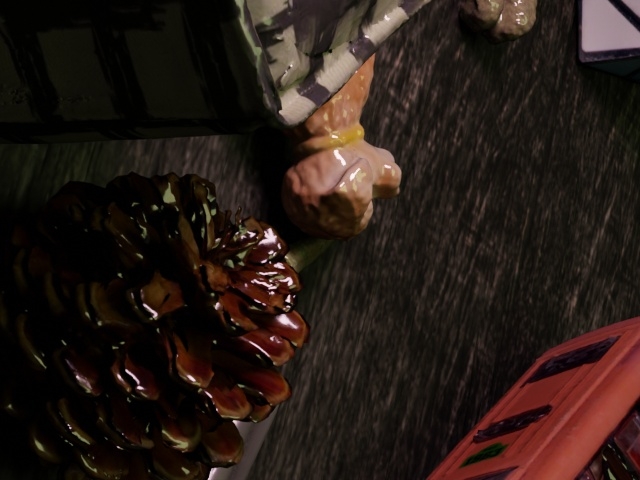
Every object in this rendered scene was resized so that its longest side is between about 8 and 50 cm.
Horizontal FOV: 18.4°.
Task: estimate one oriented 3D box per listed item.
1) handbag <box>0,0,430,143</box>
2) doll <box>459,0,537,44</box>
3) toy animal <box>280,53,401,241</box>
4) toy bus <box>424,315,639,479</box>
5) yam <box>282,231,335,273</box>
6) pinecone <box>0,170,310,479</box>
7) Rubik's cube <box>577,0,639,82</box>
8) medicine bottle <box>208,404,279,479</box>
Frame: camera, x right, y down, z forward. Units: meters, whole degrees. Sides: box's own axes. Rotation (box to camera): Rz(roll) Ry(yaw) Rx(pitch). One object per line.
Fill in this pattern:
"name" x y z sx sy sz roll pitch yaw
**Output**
"handbag" -0.088 -0.174 1.190 0.327 0.325 0.162 -41 123 -47
"doll" 0.204 -0.320 1.832 0.202 0.091 0.286 -3 76 -22
"toy animal" -0.019 -0.087 1.481 0.184 0.104 0.185 -11 101 -57
"toy bus" 0.210 0.244 1.674 0.427 0.203 0.233 -39 101 -50
"yam" 0.000 0.000 1.559 0.129 0.027 0.033 -37 106 -52
"pinecone" -0.106 0.056 1.252 0.221 0.221 0.221 8 80 -55
"Rubik's cube" 0.392 -0.271 1.992 0.205 0.205 0.207 11 77 -55
"medicine bottle" -0.088 0.179 1.390 0.057 0.057 0.199 55 46 -36
